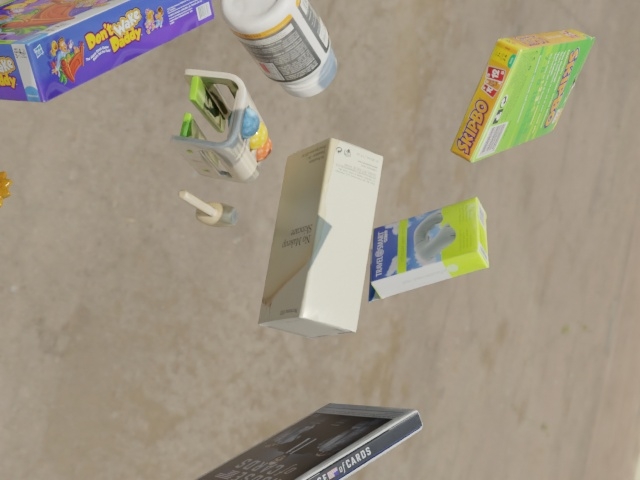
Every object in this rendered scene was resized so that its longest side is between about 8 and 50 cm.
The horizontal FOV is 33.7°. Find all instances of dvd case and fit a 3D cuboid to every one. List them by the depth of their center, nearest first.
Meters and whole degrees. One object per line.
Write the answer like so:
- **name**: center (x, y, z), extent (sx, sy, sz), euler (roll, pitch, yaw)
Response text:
- **dvd case**: center (-0.027, 0.248, 1.187), extent (0.238, 0.179, 0.030), euler (-24, 99, -33)

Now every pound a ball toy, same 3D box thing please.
- **pound a ball toy**: center (-0.162, -0.145, 1.829), extent (0.319, 0.135, 0.208), euler (61, 38, -79)

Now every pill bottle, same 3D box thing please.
- **pill bottle**: center (-0.074, -0.409, 2.096), extent (0.278, 0.162, 0.162), euler (50, 55, -58)

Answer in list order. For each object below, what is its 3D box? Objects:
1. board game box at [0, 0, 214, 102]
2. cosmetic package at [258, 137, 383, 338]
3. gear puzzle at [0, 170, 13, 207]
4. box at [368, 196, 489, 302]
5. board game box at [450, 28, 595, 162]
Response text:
- **board game box**: center (-0.346, -0.292, 1.461), extent (0.347, 0.233, 0.078), euler (-41, 129, -46)
- **cosmetic package**: center (0.000, 0.000, 1.788), extent (0.113, 0.160, 0.310), euler (18, 72, -27)
- **gear puzzle**: center (-0.691, -0.023, 1.852), extent (0.338, 0.175, 0.044), euler (-28, 148, -1)
- **box**: center (0.139, 0.013, 1.445), extent (0.042, 0.178, 0.109), euler (54, 28, -37)
- **board game box**: center (0.225, -0.162, 1.141), extent (0.259, 0.039, 0.124), euler (-19, 136, -55)
